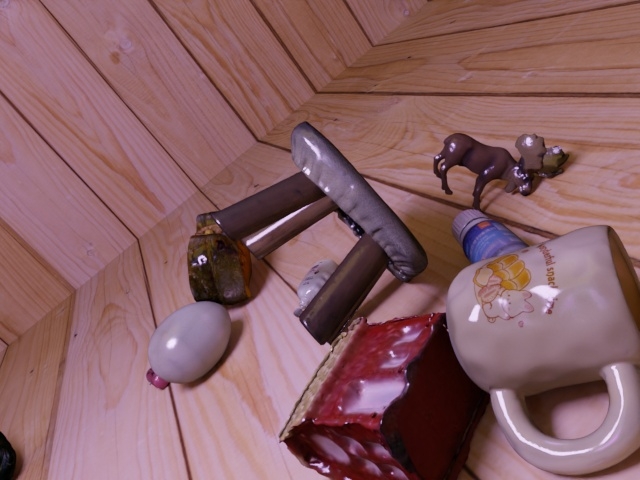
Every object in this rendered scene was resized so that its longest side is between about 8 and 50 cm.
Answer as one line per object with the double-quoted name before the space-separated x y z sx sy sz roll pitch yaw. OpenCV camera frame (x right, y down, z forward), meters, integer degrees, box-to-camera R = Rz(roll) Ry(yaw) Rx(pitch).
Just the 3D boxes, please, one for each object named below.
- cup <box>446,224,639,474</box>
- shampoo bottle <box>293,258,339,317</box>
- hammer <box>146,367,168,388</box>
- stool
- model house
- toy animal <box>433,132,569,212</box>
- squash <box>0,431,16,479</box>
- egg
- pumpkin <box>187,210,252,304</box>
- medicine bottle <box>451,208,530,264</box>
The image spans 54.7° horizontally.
"cup" 0.279 0.128 0.731 0.202 0.255 0.173 -22 -16 31
"shampoo bottle" -0.018 0.107 1.317 0.077 0.045 0.152 -15 32 43
"hammer" -0.385 0.324 1.458 0.043 0.043 0.083 -47 25 -22
"stool" 0.000 0.000 1.062 0.226 0.310 0.310 -40 -10 -4
"model house" 0.067 0.218 0.825 0.254 0.160 0.196 -15 31 48
"toy animal" 0.327 -0.140 1.150 0.186 0.214 0.093 -61 0 30
"squash" -0.876 0.528 1.524 0.252 0.252 0.165 2 53 58
"egg" -0.283 0.220 1.363 0.151 0.151 0.209 -8 28 51
"pumpkin" -0.254 0.057 1.594 0.139 0.221 0.317 -10 24 -4
"medicine bottle" 0.277 0.010 1.007 0.083 0.083 0.203 -35 20 7
